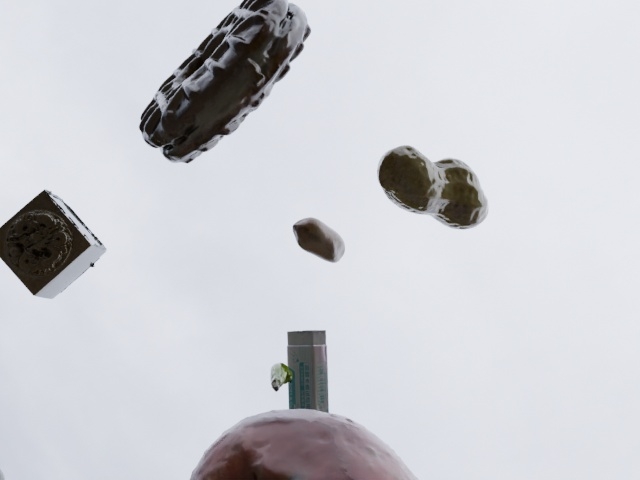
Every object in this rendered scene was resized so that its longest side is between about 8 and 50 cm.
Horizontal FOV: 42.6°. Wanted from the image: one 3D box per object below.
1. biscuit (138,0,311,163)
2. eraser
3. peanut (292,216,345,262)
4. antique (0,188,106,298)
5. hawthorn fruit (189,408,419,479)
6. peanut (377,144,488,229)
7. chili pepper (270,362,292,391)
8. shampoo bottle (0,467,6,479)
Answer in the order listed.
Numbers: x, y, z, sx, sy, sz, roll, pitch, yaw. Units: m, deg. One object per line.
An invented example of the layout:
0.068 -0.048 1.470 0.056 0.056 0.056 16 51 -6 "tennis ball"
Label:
-0.153 -0.258 1.287 0.103 0.332 0.332 42 -39 -23 "biscuit"
-0.028 0.318 1.875 0.096 0.052 0.225 -8 -98 49 "eraser"
0.000 0.000 1.828 0.152 0.076 0.076 32 -31 -34 "peanut"
-0.509 0.008 1.536 0.146 0.152 0.148 47 -5 5 "antique"
-0.017 0.296 0.802 0.275 0.275 0.299 16 -29 36 "hawthorn fruit"
0.209 -0.100 1.497 0.111 0.275 0.125 31 -80 49 "peanut"
-0.088 0.284 1.734 0.043 0.208 0.048 15 -94 7 "chili pepper"
-0.439 0.285 1.049 0.099 0.043 0.072 32 -26 48 "shampoo bottle"
